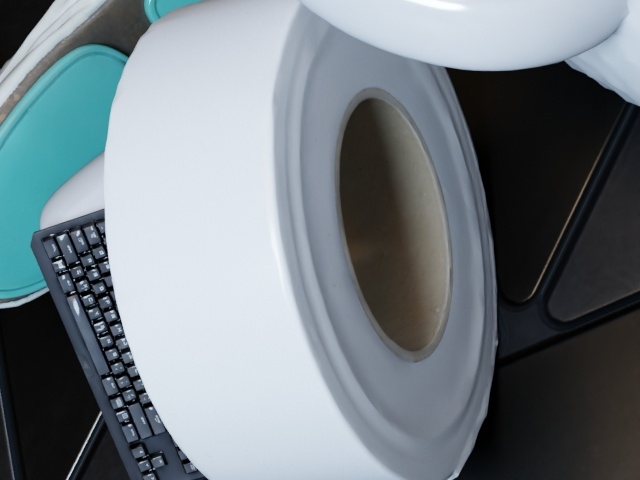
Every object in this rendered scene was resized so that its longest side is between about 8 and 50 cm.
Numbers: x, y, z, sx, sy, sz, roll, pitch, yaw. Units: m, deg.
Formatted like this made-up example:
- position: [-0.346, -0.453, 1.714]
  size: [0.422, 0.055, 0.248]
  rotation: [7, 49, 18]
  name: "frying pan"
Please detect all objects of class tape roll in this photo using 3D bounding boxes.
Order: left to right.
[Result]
- position: [0.000, 0.000, 0.997]
  size: [0.100, 0.286, 0.286]
  rotation: [-10, 67, 25]
  name: "tape roll"

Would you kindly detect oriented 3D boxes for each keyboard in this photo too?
- position: [-0.099, 0.062, 1.116]
  size: [0.108, 0.023, 0.180]
  rotation: [-19, 104, 10]
  name: "keyboard"

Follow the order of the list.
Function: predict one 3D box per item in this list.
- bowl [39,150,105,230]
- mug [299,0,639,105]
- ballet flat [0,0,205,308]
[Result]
- position: [-0.097, 0.005, 1.140]
  size: [0.142, 0.053, 0.142]
  rotation: [-34, 99, 14]
  name: "bowl"
- position: [0.134, -0.211, 0.950]
  size: [0.328, 0.276, 0.374]
  rotation: [36, 57, 27]
  name: "mug"
- position: [-0.138, -0.133, 1.236]
  size: [0.139, 0.139, 0.400]
  rotation: [29, 83, 34]
  name: "ballet flat"
